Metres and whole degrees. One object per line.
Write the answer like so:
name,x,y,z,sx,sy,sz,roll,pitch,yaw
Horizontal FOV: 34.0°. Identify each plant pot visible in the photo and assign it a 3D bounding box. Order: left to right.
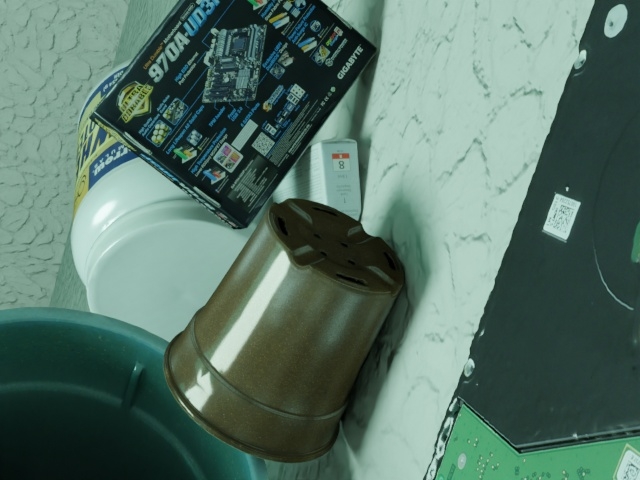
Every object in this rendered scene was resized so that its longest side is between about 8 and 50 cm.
plant pot,-0.249,0.292,0.898,0.334,0.341,0.341,114,157,-44
plant pot,-0.022,0.066,0.864,0.165,0.167,0.167,-60,26,26

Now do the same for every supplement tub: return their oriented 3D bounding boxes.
supplement tub,-0.162,-0.046,1.179,0.316,0.228,0.228,-103,31,-49

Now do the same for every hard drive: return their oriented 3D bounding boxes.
hard drive,0.162,0.033,0.468,0.339,0.064,0.237,-71,21,7

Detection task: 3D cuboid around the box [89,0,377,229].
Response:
box,-0.078,-0.147,0.972,0.220,0.175,0.051,-55,15,-10

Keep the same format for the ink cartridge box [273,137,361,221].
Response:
ink cartridge box,0.000,0.000,1.020,0.145,0.045,0.179,168,94,-68
